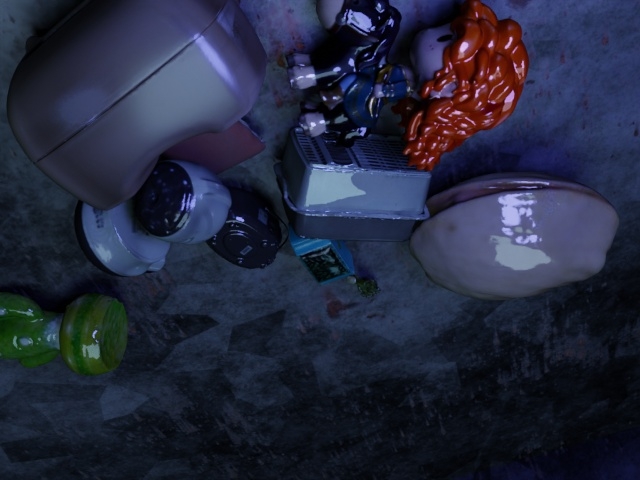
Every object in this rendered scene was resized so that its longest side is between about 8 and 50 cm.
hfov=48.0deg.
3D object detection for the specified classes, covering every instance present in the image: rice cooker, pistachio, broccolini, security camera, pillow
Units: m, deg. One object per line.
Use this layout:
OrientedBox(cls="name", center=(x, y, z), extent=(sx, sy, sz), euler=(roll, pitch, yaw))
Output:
OrientedBox(cls="rice cooker", center=(-0.163, -0.023, 1.513), extent=(0.142, 0.118, 0.203), euler=(-38, 125, 25))
OrientedBox(cls="pistachio", center=(0.418, -0.010, 1.574), extent=(0.445, 0.281, 0.365), euler=(-3, 146, 10))
OrientedBox(cls="broccolini", center=(0.097, 0.101, 1.682), extent=(0.051, 0.054, 0.239), euler=(-65, 163, -4))
OrientedBox(cls="security camera", center=(-0.298, -0.052, 1.338), extent=(0.277, 0.197, 0.191), euler=(-16, 164, 25))
OrientedBox(cls="pillow", center=(-0.217, -0.190, 1.359), extent=(0.179, 0.075, 0.171), euler=(-25, 141, 16))

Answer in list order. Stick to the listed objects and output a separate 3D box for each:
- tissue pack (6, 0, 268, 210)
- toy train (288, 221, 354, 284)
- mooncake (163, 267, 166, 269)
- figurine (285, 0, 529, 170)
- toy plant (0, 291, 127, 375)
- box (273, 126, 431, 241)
OrientedBox(cls="tissue pack", center=(-0.297, -0.256, 1.132), extent=(0.387, 0.267, 0.277), euler=(-32, 119, 20))
OrientedBox(cls="toy train", center=(0.000, 0.000, 1.552), extent=(0.107, 0.154, 0.198), euler=(-21, 137, 13))
OrientedBox(cls="mooncake", center=(-0.426, -0.027, 1.492), extent=(0.150, 0.057, 0.347), euler=(0, 139, 3))
OrientedBox(cls="figurine", center=(0.141, -0.290, 1.260), extent=(0.412, 0.241, 0.306), euler=(15, 105, -4))
OrientedBox(cls="toy plant", center=(-0.616, 0.210, 1.637), extent=(0.316, 0.184, 0.224), euler=(3, 131, 6))
OrientedBox(cls="box", center=(0.060, -0.108, 1.411), extent=(0.291, 0.220, 0.166), euler=(2, 121, -16))
